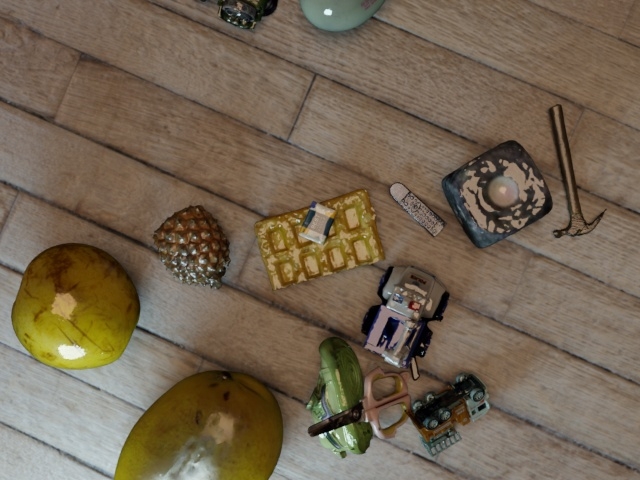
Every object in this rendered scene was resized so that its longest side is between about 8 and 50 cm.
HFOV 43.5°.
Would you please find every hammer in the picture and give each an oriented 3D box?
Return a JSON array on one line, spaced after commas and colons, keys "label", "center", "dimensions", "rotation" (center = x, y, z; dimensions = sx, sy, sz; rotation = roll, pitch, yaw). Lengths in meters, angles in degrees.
[{"label": "hammer", "center": [0.552, -0.157, 1.793], "dimensions": [0.125, 0.027, 0.297], "rotation": [-12, 88, 4]}]

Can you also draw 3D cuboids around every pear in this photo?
[{"label": "pear", "center": [-0.526, 0.147, 1.739], "dimensions": [0.280, 0.281, 0.281], "rotation": [0, 89, 3]}]

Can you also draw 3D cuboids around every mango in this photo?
[{"label": "mango", "center": [-0.274, 0.478, 1.745], "dimensions": [0.301, 0.220, 0.445], "rotation": [39, 101, -3]}]

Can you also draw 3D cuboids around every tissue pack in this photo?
[{"label": "tissue pack", "center": [-0.005, -0.038, 1.758], "dimensions": [0.062, 0.042, 0.083], "rotation": [23, 90, 1]}]

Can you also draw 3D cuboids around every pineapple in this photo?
[{"label": "pineapple", "center": [-0.275, 0.026, 1.777], "dimensions": [0.166, 0.166, 0.193], "rotation": [-33, 87, 2]}]

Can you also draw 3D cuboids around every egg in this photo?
[{"label": "egg", "center": [0.067, -0.574, 1.750], "dimensions": [0.183, 0.183, 0.264], "rotation": [43, 85, 3]}]

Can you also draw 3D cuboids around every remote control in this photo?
[{"label": "remote control", "center": [0.217, -0.074, 1.812], "dimensions": [0.152, 0.027, 0.043], "rotation": [44, 86, 1]}]

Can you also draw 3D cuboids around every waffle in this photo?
[{"label": "waffle", "center": [0.000, 0.000, 1.807], "dimensions": [0.274, 0.057, 0.168], "rotation": [-17, 88, 3]}]

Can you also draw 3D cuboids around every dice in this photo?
[{"label": "dice", "center": [0.376, -0.098, 1.725], "dimensions": [0.182, 0.183, 0.182], "rotation": [-28, 86, 2]}]

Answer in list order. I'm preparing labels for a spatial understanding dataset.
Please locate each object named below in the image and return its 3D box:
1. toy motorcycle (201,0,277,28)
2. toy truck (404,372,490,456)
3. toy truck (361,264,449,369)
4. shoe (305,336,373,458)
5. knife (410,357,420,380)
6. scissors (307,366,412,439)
[{"label": "toy motorcycle", "center": [-0.221, -0.602, 1.803], "dimensions": [0.275, 0.127, 0.205], "rotation": [19, 91, -3]}, {"label": "toy truck", "center": [0.290, 0.381, 1.764], "dimensions": [0.177, 0.080, 0.115], "rotation": [-29, 119, -7]}, {"label": "toy truck", "center": [0.178, 0.160, 1.730], "dimensions": [0.161, 0.177, 0.213], "rotation": [23, 91, 11]}, {"label": "shoe", "center": [0.035, 0.347, 1.758], "dimensions": [0.128, 0.140, 0.262], "rotation": [-18, 85, 7]}, {"label": "knife", "center": [0.206, 0.232, 1.815], "dimensions": [0.023, 0.010, 0.170], "rotation": [-9, 87, 4]}, {"label": "scissors", "center": [0.093, 0.364, 1.707], "dimensions": [0.024, 0.317, 0.160], "rotation": [-13, 89, 48]}]
